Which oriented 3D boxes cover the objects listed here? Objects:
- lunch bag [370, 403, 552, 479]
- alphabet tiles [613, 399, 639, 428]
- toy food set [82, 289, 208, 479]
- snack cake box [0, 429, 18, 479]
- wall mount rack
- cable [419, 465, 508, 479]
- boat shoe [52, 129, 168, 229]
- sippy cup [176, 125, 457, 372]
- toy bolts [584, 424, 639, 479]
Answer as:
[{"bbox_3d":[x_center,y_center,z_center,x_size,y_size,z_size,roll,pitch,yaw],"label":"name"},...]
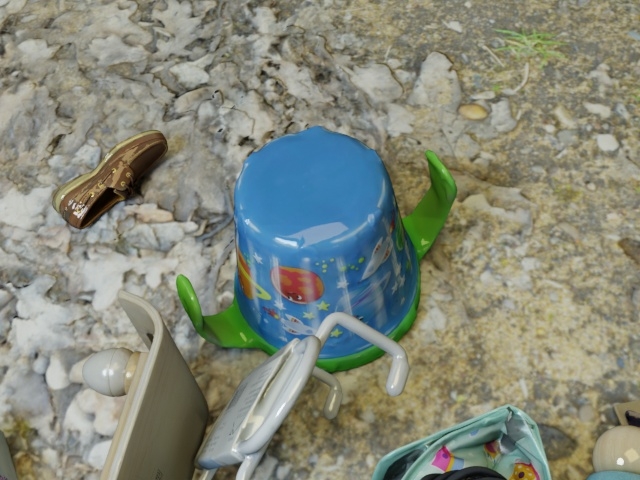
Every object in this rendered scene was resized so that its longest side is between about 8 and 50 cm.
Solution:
[{"bbox_3d":[0.103,0.284,0.768,0.160,0.223,0.262,26,63,13],"label":"lunch bag"},{"bbox_3d":[0.501,0.214,0.876,0.343,0.011,0.285,-11,48,-1],"label":"alphabet tiles"},{"bbox_3d":[-0.203,0.232,0.839,0.092,0.219,0.306,7,58,10],"label":"toy food set"},{"bbox_3d":[-0.455,0.311,0.893,0.264,0.089,0.152,-26,57,-10],"label":"snack cake box"},{"bbox_3d":[-0.047,0.230,0.796,0.130,0.350,0.304,32,66,-5],"label":"wall mount rack"},{"bbox_3d":[0.109,0.260,0.627,0.150,0.047,0.184,34,68,15],"label":"cable"},{"bbox_3d":[-0.275,-0.080,1.149,0.178,0.064,0.060,-39,66,-11],"label":"boat shoe"},{"bbox_3d":[0.000,0.000,0.966,0.240,0.224,0.305,20,61,18],"label":"sippy cup"},{"bbox_3d":[0.268,0.271,0.752,0.218,0.228,0.158,-7,47,36],"label":"toy bolts"}]
